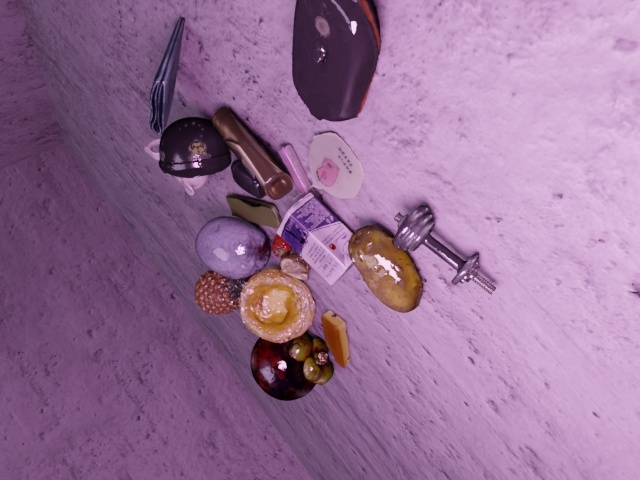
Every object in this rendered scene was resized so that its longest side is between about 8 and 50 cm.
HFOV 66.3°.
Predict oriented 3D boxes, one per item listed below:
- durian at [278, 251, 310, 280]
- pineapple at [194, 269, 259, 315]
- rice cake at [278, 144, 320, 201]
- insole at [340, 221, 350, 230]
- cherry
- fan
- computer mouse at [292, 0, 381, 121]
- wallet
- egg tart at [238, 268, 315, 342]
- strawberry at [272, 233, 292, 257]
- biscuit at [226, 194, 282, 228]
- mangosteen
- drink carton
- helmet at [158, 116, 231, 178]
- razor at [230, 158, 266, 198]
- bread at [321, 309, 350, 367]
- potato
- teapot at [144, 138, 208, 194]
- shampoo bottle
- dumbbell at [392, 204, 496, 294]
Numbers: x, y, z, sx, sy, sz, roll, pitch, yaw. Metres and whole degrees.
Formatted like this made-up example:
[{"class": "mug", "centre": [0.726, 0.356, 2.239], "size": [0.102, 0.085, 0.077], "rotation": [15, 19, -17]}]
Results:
[{"class": "durian", "centre": [-0.082, 0.082, 1.625], "size": [0.140, 0.071, 0.110], "rotation": [-11, 117, 43]}, {"class": "pineapple", "centre": [-0.370, 0.208, 2.090], "size": [0.357, 0.223, 0.222], "rotation": [-14, 108, 42]}, {"class": "rice cake", "centre": [-0.054, -0.169, 1.361], "size": [0.206, 0.036, 0.047], "rotation": [63, 161, -13]}, {"class": "insole", "centre": [0.097, 0.034, 1.367], "size": [0.191, 0.010, 0.063], "rotation": [61, 151, -8]}, {"class": "cherry", "centre": [-0.315, 0.026, 1.772], "size": [0.296, 0.218, 0.255], "rotation": [0, 140, 45]}, {"class": "fan", "centre": [-0.002, -0.160, 1.275], "size": [0.182, 0.010, 0.310], "rotation": [54, 144, -2]}, {"class": "computer mouse", "centre": [0.033, -0.368, 0.942], "size": [0.183, 0.116, 0.323], "rotation": [46, 157, 15]}, {"class": "wallet", "centre": [-0.472, -0.498, 1.499], "size": [0.290, 0.054, 0.251], "rotation": [135, 143, -62]}, {"class": "egg tart", "centre": [-0.152, 0.232, 1.772], "size": [0.289, 0.118, 0.288], "rotation": [2, 96, 16]}, {"class": "strawberry", "centre": [-0.129, 0.013, 1.647], "size": [0.073, 0.074, 0.083], "rotation": [95, 169, -49]}, {"class": "biscuit", "centre": [-0.232, -0.105, 1.699], "size": [0.323, 0.038, 0.099], "rotation": [15, 135, 49]}, {"class": "mangosteen", "centre": [-0.117, 0.461, 1.864], "size": [0.311, 0.311, 0.311], "rotation": [38, 146, 31]}, {"class": "drink carton", "centre": [0.001, 0.000, 1.337], "size": [0.222, 0.102, 0.134], "rotation": [45, 147, 6]}, {"class": "helmet", "centre": [-0.402, -0.306, 1.554], "size": [0.279, 0.231, 0.160], "rotation": [-134, 38, -59]}, {"class": "razor", "centre": [-0.232, -0.196, 1.588], "size": [0.148, 0.054, 0.090], "rotation": [38, 150, 31]}, {"class": "bread", "centre": [0.056, 0.347, 1.713], "size": [0.088, 0.049, 0.226], "rotation": [32, 144, 37]}, {"class": "potato", "centre": [0.164, 0.072, 1.203], "size": [0.251, 0.113, 0.149], "rotation": [49, 144, -4]}, {"class": "teapot", "centre": [-0.528, -0.295, 1.845], "size": [0.300, 0.166, 0.208], "rotation": [32, 157, 20]}, {"class": "shampoo bottle", "centre": [-0.210, -0.263, 1.424], "size": [0.350, 0.084, 0.125], "rotation": [50, 177, 30]}, {"class": "dumbbell", "centre": [0.257, 0.026, 1.026], "size": [0.254, 0.110, 0.110], "rotation": [41, 149, 15]}]
